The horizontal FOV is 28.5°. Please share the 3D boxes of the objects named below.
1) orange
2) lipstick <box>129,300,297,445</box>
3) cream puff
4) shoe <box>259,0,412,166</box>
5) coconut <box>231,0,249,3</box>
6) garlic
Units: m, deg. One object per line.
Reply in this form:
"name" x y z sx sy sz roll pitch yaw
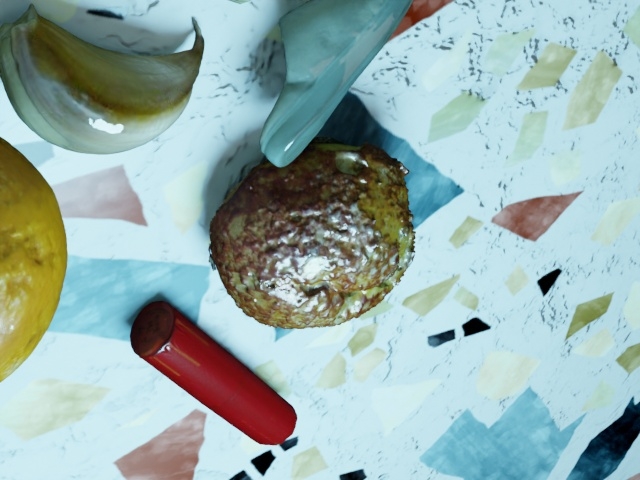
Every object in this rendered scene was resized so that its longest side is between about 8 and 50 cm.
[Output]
"orange" -0.347 0.016 1.072 0.261 0.261 0.261 -18 133 -20
"lipstick" -0.123 0.162 1.480 0.073 0.073 0.279 -40 137 2
"cream puff" 0.000 0.000 1.365 0.240 0.164 0.240 -19 130 -25
"shoe" 0.003 -0.194 1.256 0.100 0.103 0.251 35 90 -2
"coconut" -0.033 -0.341 0.958 0.323 0.323 0.323 -18 133 -20
"garlic" -0.202 -0.132 1.162 0.207 0.128 0.115 0 149 -42
